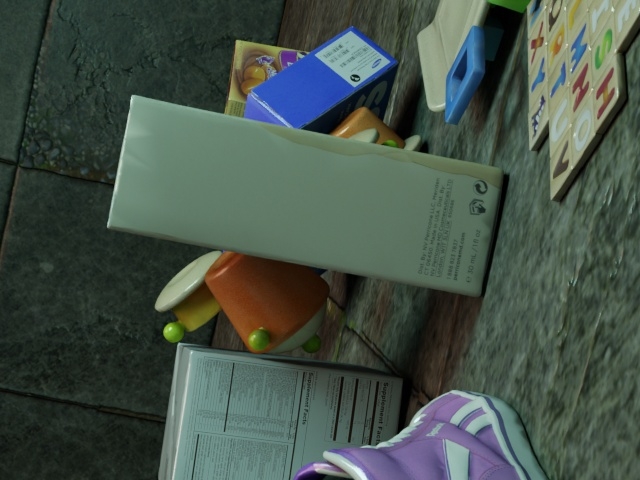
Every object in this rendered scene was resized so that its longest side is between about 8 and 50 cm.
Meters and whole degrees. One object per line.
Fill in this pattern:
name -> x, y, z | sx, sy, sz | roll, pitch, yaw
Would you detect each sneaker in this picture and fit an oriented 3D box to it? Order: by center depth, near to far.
sneaker -> 0.057, 0.156, 0.978 | 0.282, 0.161, 0.102 | -134, 54, -81

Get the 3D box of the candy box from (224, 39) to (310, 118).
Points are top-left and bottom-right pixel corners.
candy box -> -0.025, -0.189, 1.827 | 0.053, 0.186, 0.109 | 109, 168, -51

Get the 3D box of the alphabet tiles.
alphabet tiles -> 0.189, -0.154, 1.039 | 0.198, 0.009, 0.237 | 114, 165, -52

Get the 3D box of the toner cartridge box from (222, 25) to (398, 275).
toner cartridge box -> -0.020, -0.068, 1.634 | 0.165, 0.075, 0.348 | -35, -24, -31

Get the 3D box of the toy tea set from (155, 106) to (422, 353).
toy tea set -> 0.000, 0.000, 1.405 | 0.336, 0.124, 0.200 | -44, 12, -20

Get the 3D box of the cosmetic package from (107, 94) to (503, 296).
cosmetic package -> -0.019, -0.036, 1.207 | 0.160, 0.309, 0.113 | -165, 87, -80

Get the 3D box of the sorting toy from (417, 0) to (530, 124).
sorting toy -> 0.146, -0.231, 1.289 | 0.348, 0.047, 0.196 | -91, 19, -58

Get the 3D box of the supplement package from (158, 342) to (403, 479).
supplement package -> -0.045, 0.188, 1.401 | 0.194, 0.203, 0.149 | 169, 109, -81
